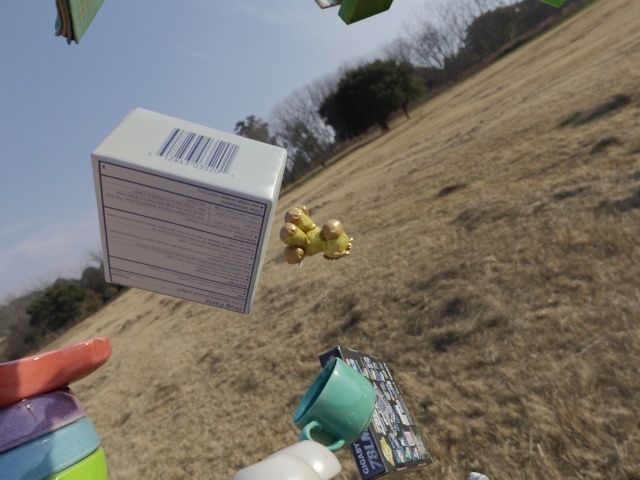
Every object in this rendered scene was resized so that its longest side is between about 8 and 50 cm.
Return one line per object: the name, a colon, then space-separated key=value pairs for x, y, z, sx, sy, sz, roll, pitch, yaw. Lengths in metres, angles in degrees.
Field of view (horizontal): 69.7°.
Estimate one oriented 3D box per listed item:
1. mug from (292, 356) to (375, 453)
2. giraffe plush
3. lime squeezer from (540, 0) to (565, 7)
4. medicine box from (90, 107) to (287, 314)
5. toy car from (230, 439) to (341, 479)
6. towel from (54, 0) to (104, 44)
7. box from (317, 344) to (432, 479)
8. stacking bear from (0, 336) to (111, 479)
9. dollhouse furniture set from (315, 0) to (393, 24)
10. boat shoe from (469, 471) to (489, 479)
mug: x=0.023 y=0.285 z=0.754 sx=0.157 sy=0.097 sz=0.129 roll=-54 pitch=0 yaw=-28
giraffe plush: x=0.000 y=0.000 z=1.309 sx=0.171 sy=0.210 sz=0.181 roll=0 pitch=49 yaw=18
lime squeezer: x=0.083 y=-0.304 z=0.416 sx=0.110 sy=0.310 sz=0.059 roll=-30 pitch=-11 yaw=-31
medicine box: x=-0.218 y=-0.037 z=0.790 sx=0.149 sy=0.264 sz=0.289 roll=-80 pitch=6 yaw=-47
toy car: x=-0.035 y=0.249 z=0.337 sx=0.136 sy=0.159 sz=0.182 roll=-24 pitch=-20 yaw=4
towel: x=-0.342 y=-0.517 z=0.668 sx=0.370 sy=0.040 sz=0.271 roll=124 pitch=159 yaw=-57
box: x=0.137 y=0.420 z=1.130 sx=0.073 sy=0.295 sz=0.293 roll=-35 pitch=-33 yaw=17
stacking bear: x=-0.265 y=0.261 z=0.419 sx=0.164 sy=0.288 sz=0.175 roll=-24 pitch=-9 yaw=25
dollhouse furniture set: x=0.008 y=-0.284 z=0.454 sx=0.059 sy=0.151 sz=0.076 roll=-30 pitch=-10 yaw=-27
boat shoe: x=0.291 y=0.470 z=0.830 sx=0.035 sy=0.100 sz=0.035 roll=-14 pitch=-1 yaw=-24
